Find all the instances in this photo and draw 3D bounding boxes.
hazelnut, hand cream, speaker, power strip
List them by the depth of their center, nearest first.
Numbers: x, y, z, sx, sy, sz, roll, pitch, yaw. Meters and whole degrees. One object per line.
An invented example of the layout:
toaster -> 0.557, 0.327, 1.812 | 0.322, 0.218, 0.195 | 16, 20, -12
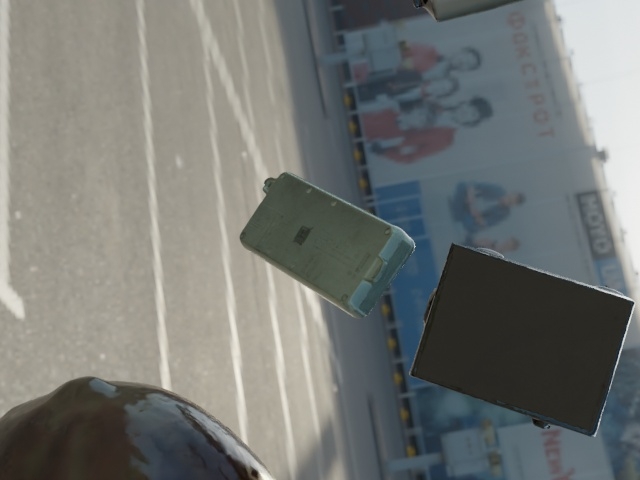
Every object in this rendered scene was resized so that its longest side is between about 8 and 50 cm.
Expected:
hand cream -> 0.177, -0.243, 1.038 | 0.087, 0.186, 0.054 | -81, 159, -59
hazelnut -> -0.227, 0.350, 1.253 | 0.353, 0.420, 0.421 | -46, 131, -51
power strip -> 0.000, 0.000, 1.399 | 0.270, 0.118, 0.046 | 30, -6, 46
speaker -> 0.254, 0.120, 1.407 | 0.254, 0.232, 0.184 | 7, 100, -77
